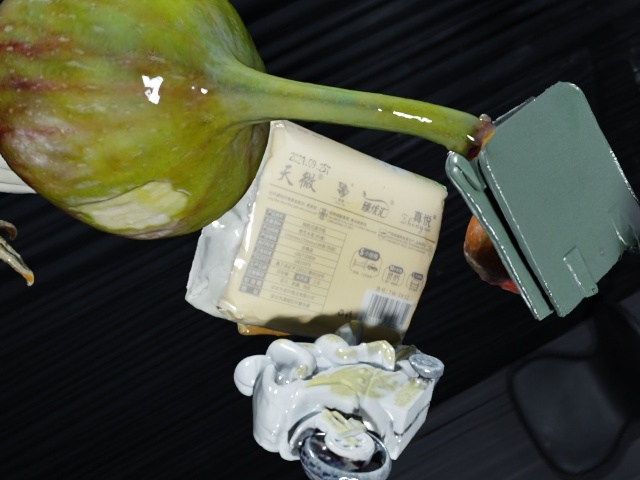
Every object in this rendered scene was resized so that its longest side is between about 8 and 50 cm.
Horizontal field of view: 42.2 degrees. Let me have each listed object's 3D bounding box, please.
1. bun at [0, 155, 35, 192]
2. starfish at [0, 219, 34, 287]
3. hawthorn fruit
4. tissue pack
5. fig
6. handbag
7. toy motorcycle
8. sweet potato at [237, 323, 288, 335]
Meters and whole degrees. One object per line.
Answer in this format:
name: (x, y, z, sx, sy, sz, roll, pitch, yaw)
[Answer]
bun: (-0.208, -0.077, 0.617, 0.094, 0.138, 0.138, 58, 176, 9)
starfish: (-0.471, -0.003, 1.137, 0.138, 0.050, 0.247, 49, -169, 18)
hawthorn fruit: (0.308, -0.006, 1.278, 0.173, 0.172, 0.173, 62, 176, 7)
tissue pack: (0.000, 0.000, 0.784, 0.222, 0.186, 0.090, 15, 179, -32)
fig: (-0.045, -0.060, 0.382, 0.245, 0.149, 0.149, 9, 139, 35)
handbag: (0.308, -0.055, 1.091, 0.079, 0.247, 0.260, -25, 98, 54)
toy motorcycle: (0.011, 0.117, 0.643, 0.228, 0.151, 0.074, -38, -39, -64)
sweet potato: (0.019, 0.088, 1.064, 0.057, 0.264, 0.057, 18, 112, 56)
